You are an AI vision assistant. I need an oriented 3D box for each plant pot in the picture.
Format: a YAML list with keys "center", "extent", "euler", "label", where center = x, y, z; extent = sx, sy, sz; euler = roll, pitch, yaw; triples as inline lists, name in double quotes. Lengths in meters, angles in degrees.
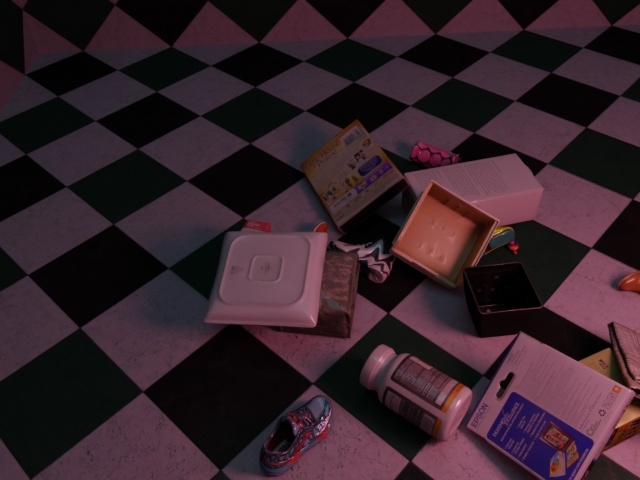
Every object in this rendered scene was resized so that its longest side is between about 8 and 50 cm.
- center: [0.543, 0.195, 1.827]
  extent: [0.188, 0.167, 0.188]
  euler: [-5, 45, -3]
  label: "plant pot"

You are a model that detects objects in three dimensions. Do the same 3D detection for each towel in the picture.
- center: [0.936, 0.365, 1.580]
  extent: [0.312, 0.056, 0.324]
  euler: [28, 29, 1]
  label: "towel"

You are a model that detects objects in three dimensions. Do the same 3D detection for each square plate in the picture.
- center: [-0.164, 0.100, 1.819]
  extent: [0.344, 0.049, 0.347]
  euler: [1, 53, 9]
  label: "square plate"

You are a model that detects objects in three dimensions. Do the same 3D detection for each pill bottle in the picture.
- center: [0.257, 0.408, 1.622]
  extent: [0.278, 0.162, 0.162]
  euler: [28, 52, 28]
  label: "pill bottle"

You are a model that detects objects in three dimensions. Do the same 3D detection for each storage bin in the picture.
- center: [0.403, -0.014, 1.966]
  extent: [0.262, 0.123, 0.260]
  euler: [31, 77, 0]
  label: "storage bin"

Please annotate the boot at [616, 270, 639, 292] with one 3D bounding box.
- center: [1.072, 0.171, 1.897]
  extent: [0.197, 0.073, 0.152]
  euler: [-9, 48, -2]
  label: "boot"

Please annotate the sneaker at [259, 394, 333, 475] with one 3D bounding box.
- center: [-0.056, 0.500, 1.569]
  extent: [0.104, 0.125, 0.262]
  euler: [28, 52, 27]
  label: "sneaker"

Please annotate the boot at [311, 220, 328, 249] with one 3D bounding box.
- center: [0.000, 0.000, 2.142]
  extent: [0.085, 0.059, 0.158]
  euler: [21, 57, 18]
  label: "boot"

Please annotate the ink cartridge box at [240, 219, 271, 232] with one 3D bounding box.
- center: [-0.242, 0.060, 2.013]
  extent: [0.092, 0.158, 0.218]
  euler: [10, 45, 15]
  label: "ink cartridge box"

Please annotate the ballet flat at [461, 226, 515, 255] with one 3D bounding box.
- center: [0.573, 0.008, 2.093]
  extent: [0.231, 0.077, 0.077]
  euler: [-23, 25, -10]
  label: "ballet flat"

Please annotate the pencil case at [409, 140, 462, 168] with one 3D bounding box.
- center: [0.471, -0.343, 2.441]
  extent: [0.209, 0.098, 0.095]
  euler: [25, 51, 27]
  label: "pencil case"

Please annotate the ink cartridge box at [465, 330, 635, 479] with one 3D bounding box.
- center: [0.579, 0.437, 1.523]
  extent: [0.307, 0.072, 0.303]
  euler: [30, 88, 46]
  label: "ink cartridge box"

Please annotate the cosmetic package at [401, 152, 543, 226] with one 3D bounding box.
- center: [0.554, -0.164, 2.203]
  extent: [0.453, 0.161, 0.230]
  euler: [-11, 45, -7]
  label: "cosmetic package"

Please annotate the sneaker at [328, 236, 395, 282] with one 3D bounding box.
- center: [0.157, 0.037, 2.065]
  extent: [0.235, 0.094, 0.153]
  euler: [24, 49, 25]
  label: "sneaker"

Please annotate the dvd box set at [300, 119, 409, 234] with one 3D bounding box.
- center: [0.118, -0.255, 2.294]
  extent: [0.308, 0.062, 0.420]
  euler: [-38, 46, 8]
  label: "dvd box set"

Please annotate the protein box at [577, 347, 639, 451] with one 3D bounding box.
- center: [0.748, 0.433, 1.591]
  extent: [0.201, 0.136, 0.200]
  euler: [-19, 46, -16]
  label: "protein box"

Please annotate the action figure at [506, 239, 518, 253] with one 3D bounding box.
- center: [0.683, 0.005, 2.118]
  extent: [0.038, 0.030, 0.115]
  euler: [-5, 44, 4]
  label: "action figure"

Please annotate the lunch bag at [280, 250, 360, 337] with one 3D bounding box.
- center: [-0.001, 0.150, 1.902]
  extent: [0.235, 0.169, 0.287]
  euler: [4, 49, 8]
  label: "lunch bag"
